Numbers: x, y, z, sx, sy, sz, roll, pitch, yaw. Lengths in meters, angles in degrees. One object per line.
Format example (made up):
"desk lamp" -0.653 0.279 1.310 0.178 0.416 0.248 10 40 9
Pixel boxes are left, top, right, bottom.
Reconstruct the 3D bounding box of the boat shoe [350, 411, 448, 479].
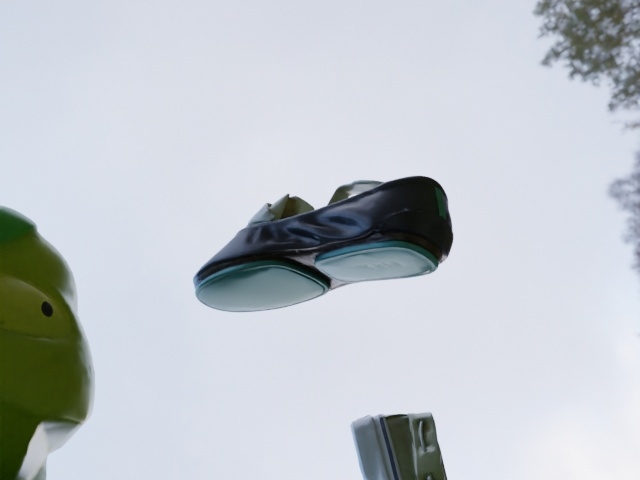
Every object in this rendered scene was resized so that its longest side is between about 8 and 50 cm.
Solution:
"boat shoe" 0.100 0.266 0.877 0.094 0.302 0.109 -18 -54 0

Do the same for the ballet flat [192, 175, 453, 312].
"ballet flat" 0.000 0.000 0.604 0.074 0.203 0.074 17 -114 -45

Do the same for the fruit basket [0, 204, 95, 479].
"fruit basket" -0.234 0.157 0.580 0.392 0.283 0.392 -2 -85 -22
